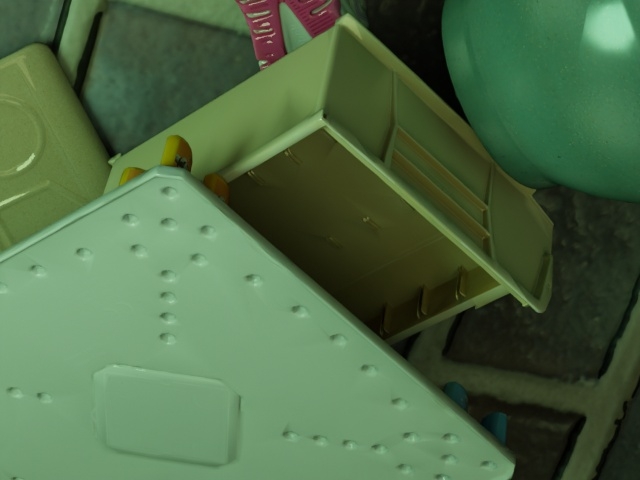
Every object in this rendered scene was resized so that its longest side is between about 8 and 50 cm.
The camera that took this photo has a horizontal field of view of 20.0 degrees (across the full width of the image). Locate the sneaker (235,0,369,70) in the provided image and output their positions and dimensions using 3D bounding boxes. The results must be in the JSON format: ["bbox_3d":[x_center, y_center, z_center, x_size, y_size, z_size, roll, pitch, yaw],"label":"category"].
[{"bbox_3d":[-0.033,-0.221,1.330,0.103,0.111,0.252,-12,129,13],"label":"sneaker"}]

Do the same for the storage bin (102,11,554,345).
[{"bbox_3d":[0.000,0.000,1.373,0.262,0.123,0.260,-28,125,34],"label":"storage bin"}]

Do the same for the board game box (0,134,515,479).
[{"bbox_3d":[-0.114,0.118,1.397,0.390,0.050,0.390,-26,127,34],"label":"board game box"}]

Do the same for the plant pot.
[{"bbox_3d":[0.214,-0.150,1.344,0.196,0.293,0.293,-21,121,31],"label":"plant pot"}]

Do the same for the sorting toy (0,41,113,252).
[{"bbox_3d":[-0.266,-0.034,1.423,0.208,0.038,0.193,-27,117,-2],"label":"sorting toy"}]
